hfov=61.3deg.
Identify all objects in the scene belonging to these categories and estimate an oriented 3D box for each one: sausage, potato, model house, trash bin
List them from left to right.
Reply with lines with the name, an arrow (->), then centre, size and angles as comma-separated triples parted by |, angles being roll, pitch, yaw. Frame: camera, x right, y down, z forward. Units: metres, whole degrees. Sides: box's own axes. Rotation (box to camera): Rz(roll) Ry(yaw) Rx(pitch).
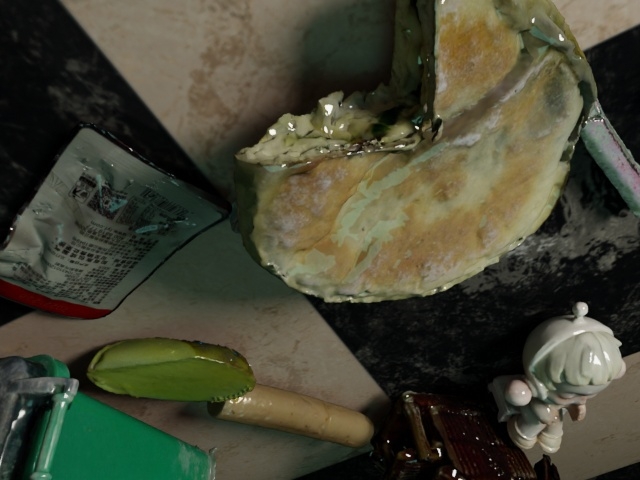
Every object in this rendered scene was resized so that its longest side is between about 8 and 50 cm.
trash bin -> -0.298, 0.305, 0.633 | 0.295, 0.259, 0.381 | -15, 146, 22
potato -> -0.178, 0.154, 0.668 | 0.198, 0.054, 0.119 | 1, 140, -9
sausage -> -0.031, 0.264, 0.813 | 0.301, 0.065, 0.066 | 25, 124, -36
model house -> 0.224, 0.435, 0.874 | 0.297, 0.282, 0.317 | 1, 132, -27

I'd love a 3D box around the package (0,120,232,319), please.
package -> -0.216, 0.003, 0.516 | 0.239, 0.030, 0.154 | -39, 133, 24

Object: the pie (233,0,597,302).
pie -> 0.090, -0.062, 0.468 | 0.338, 0.075, 0.337 | -15, 134, -16

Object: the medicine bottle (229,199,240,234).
medicine bottle -> 0.000, 0.000, 0.558 | 0.191, 0.051, 0.051 | 24, 125, -33

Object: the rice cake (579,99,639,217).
rice cake -> 0.313, -0.083, 0.570 | 0.033, 0.033, 0.208 | -31, 134, 30

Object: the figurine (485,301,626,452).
figurine -> 0.361, 0.196, 0.808 | 0.182, 0.144, 0.256 | 14, 136, 0
